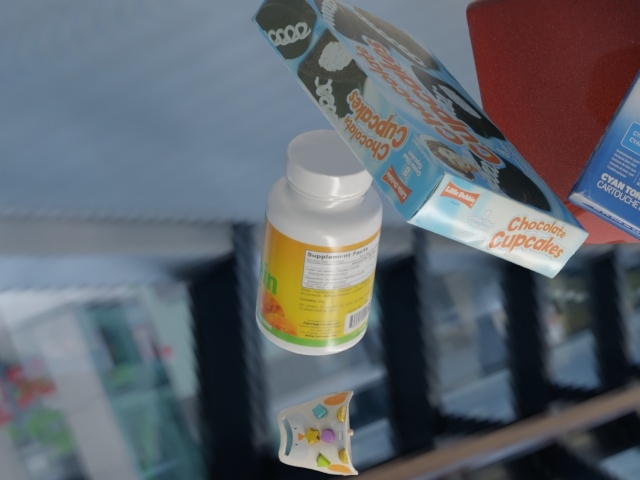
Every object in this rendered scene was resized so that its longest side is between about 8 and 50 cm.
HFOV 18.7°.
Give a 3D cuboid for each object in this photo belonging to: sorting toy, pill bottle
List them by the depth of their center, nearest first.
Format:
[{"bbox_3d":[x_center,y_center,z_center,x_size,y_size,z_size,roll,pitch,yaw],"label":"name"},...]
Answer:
[{"bbox_3d":[-0.006,0.192,1.910,0.075,0.083,0.045,-4,179,16],"label":"sorting toy"},{"bbox_3d":[0.000,0.000,2.269,0.136,0.136,0.245,-18,131,-31],"label":"pill bottle"}]

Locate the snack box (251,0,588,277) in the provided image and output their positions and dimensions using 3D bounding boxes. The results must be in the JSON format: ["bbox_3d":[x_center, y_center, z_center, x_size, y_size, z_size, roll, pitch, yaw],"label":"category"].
[{"bbox_3d":[0.082,-0.104,1.705,0.187,0.322,0.060,19,115,-41],"label":"snack box"}]

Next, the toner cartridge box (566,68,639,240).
[{"bbox_3d":[0.399,-0.021,1.628,0.165,0.348,0.075,-61,176,-3],"label":"toner cartridge box"}]

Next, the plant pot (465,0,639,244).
[{"bbox_3d":[0.341,-0.151,1.982,0.267,0.267,0.236,-2,169,-33],"label":"plant pot"}]
